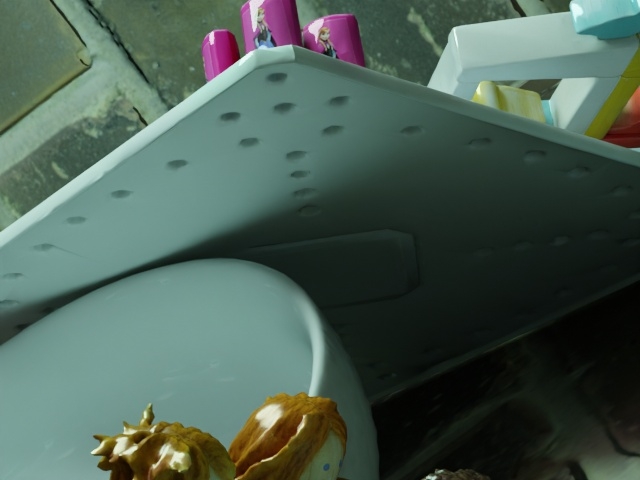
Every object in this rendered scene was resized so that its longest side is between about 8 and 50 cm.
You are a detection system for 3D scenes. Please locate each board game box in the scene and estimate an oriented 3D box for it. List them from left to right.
[{"bbox_3d":[0.000,0.000,1.042,0.390,0.050,0.390,13,-29,-39],"label":"board game box"}]

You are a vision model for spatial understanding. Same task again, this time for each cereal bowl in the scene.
[{"bbox_3d":[-0.109,0.172,0.899,0.339,0.141,0.339,-28,27,16],"label":"cereal bowl"}]

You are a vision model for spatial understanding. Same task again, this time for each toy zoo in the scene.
[{"bbox_3d":[0.149,-0.066,1.038,0.192,0.030,0.293,-2,-23,-12],"label":"toy zoo"}]

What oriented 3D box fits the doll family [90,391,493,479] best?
[{"bbox_3d":[-0.034,0.131,0.536,0.118,0.163,0.263,14,13,24],"label":"doll family"}]
